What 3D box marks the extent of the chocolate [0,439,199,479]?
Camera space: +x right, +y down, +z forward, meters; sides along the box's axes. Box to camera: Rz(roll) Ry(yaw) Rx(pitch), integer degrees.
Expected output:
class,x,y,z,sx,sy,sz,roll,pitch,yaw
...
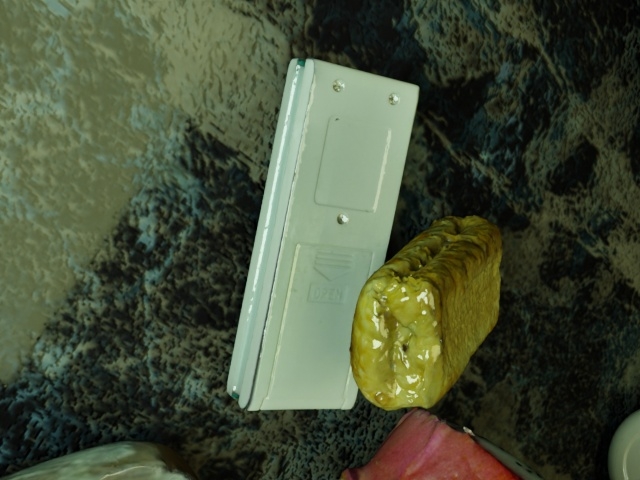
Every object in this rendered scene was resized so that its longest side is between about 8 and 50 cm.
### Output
class,x,y,z,sx,sy,sz,roll,pitch,yaw
chocolate,-0.211,0.221,0.561,0.254,0.080,0.157,-18,126,-23

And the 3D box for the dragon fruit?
class,x,y,z,sx,sy,sz,roll,pitch,yaw
dragon fruit,0.122,0.283,0.660,0.189,0.290,0.290,-45,120,-11

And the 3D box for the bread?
class,x,y,z,sx,sy,sz,roll,pitch,yaw
bread,0.090,0.052,0.640,0.211,0.083,0.114,-30,125,-62

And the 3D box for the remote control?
class,x,y,z,sx,sy,sz,roll,pitch,yaw
remote control,0.000,0.000,0.639,0.103,0.055,0.277,7,98,-31

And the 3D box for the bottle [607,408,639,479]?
class,x,y,z,sx,sy,sz,roll,pitch,yaw
bottle,0.464,0.268,0.932,0.236,0.147,0.147,10,98,-40
